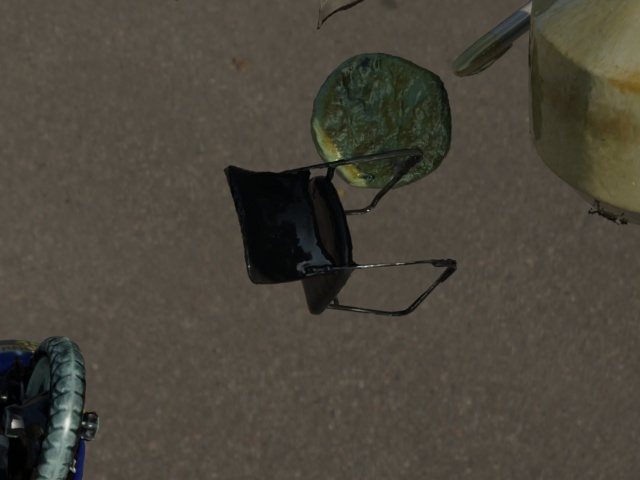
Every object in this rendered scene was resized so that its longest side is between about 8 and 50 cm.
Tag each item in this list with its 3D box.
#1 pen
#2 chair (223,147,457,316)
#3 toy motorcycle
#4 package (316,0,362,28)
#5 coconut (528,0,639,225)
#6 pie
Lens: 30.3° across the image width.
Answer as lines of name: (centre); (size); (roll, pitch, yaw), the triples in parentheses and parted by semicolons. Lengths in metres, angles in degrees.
pen: (0.271, -0.288, 1.557); (0.233, 0.040, 0.032); (-36, 42, 2)
chair: (0.000, 0.000, 1.191); (0.221, 0.145, 0.140); (-4, 66, -26)
toy motorcycle: (-0.183, 0.165, 0.660); (0.113, 0.315, 0.169); (11, 27, -24)
package: (0.057, -0.345, 1.149); (0.062, 0.204, 0.251); (22, 74, 3)
coconut: (0.365, -0.182, 1.235); (0.323, 0.323, 0.323); (-1, 47, 1)
pie: (0.079, -0.151, 1.517); (0.187, 0.041, 0.187); (-1, 79, 7)
